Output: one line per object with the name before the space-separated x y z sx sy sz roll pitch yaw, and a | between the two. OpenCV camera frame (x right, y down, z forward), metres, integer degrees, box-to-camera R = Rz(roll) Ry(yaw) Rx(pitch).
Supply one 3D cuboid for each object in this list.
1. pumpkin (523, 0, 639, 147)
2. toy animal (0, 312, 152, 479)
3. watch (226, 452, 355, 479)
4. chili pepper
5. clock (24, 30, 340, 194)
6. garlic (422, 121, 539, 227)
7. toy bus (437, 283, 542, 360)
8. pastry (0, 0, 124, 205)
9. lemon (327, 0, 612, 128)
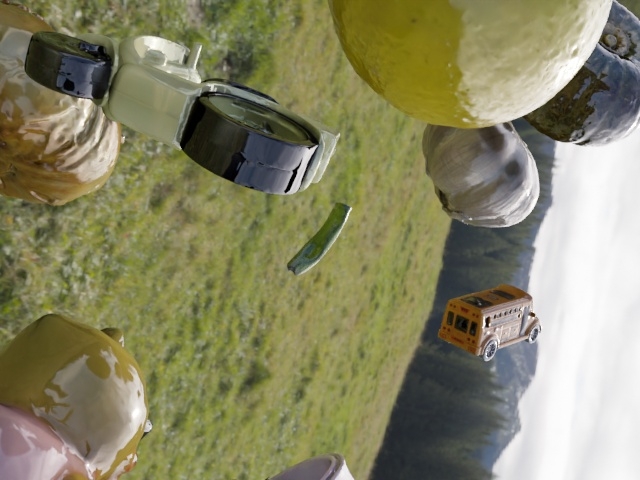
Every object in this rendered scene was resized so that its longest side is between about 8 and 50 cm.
pumpkin | 0.324 -0.222 0.864 0.162 0.219 0.219 118 -6 -57
toy animal | -0.231 0.172 0.524 0.281 0.195 0.169 -59 136 -57
watch | -0.030 0.342 0.789 0.217 0.211 0.248 -29 177 -45
chili pepper | 0.000 0.000 1.448 0.202 0.052 0.050 -51 -178 -15
clock | -0.168 -0.179 0.895 0.120 0.379 0.276 -63 176 20
garlic | 0.237 -0.117 1.006 0.228 0.152 0.228 41 34 -37
toy bus | 0.279 0.124 1.060 0.194 0.083 0.088 -8 111 -43
pastry | -0.527 -0.243 1.157 0.410 0.409 0.245 80 29 -55
lemon | 0.119 -0.221 0.543 0.219 0.240 0.240 40 62 -75
